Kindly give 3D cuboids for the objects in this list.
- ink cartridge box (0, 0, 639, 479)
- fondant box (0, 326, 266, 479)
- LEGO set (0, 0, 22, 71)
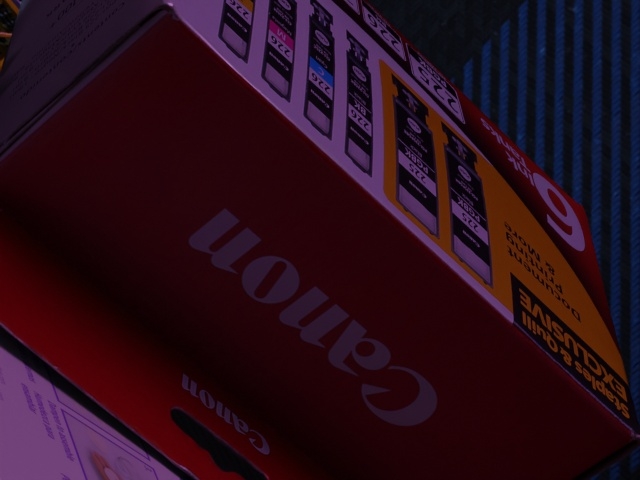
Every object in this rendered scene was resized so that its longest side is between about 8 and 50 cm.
[{"bbox_3d":[0.000,0.000,0.785,0.309,0.130,0.272,41,25,-24],"label":"ink cartridge box"},{"bbox_3d":[-0.086,0.133,0.687,0.330,0.096,0.238,38,9,-32],"label":"fondant box"},{"bbox_3d":[-0.168,-0.014,0.976,0.255,0.192,0.331,3,-46,54],"label":"LEGO set"}]
